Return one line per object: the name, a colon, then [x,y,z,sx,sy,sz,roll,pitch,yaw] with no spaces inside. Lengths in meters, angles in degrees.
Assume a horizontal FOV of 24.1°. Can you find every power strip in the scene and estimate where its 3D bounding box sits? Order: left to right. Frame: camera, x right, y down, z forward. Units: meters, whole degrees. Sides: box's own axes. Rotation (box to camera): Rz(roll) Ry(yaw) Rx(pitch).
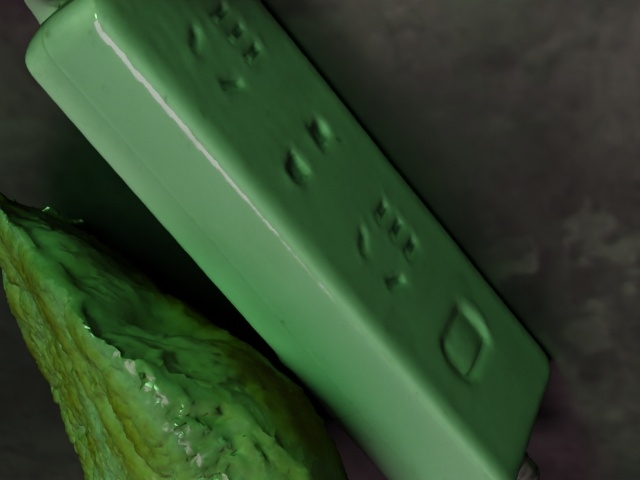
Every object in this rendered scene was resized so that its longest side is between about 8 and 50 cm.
power strip: [0.000,0.000,0.667,0.058,0.098,0.338,-27,112,35]

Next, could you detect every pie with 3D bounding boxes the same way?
pie: [-0.075,0.082,0.703,0.257,0.105,0.274,56,165,-18]
